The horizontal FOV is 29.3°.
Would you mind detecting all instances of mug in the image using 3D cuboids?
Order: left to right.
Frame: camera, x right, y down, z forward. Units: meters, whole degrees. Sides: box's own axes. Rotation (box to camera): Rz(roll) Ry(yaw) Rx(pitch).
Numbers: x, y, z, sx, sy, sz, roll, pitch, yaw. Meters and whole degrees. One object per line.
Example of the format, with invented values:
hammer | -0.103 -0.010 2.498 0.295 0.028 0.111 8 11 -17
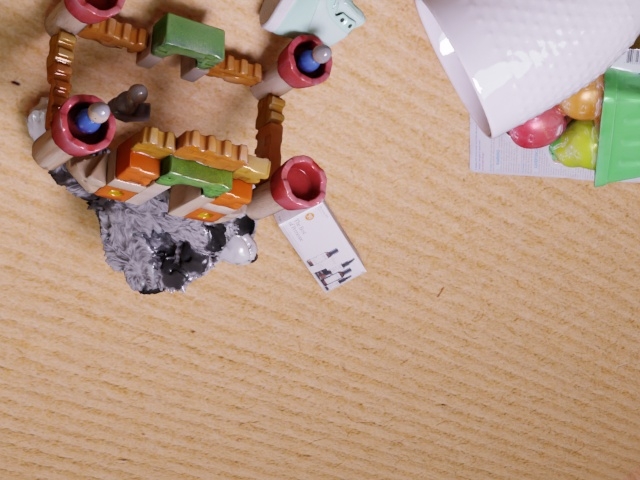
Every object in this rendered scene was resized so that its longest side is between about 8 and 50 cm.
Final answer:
mug | 0.341 -0.406 2.021 0.328 0.276 0.374 -28 105 3

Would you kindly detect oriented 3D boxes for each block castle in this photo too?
block castle | -0.198 -0.214 1.878 0.453 0.303 0.213 14 159 -32

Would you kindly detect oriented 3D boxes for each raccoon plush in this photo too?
raccoon plush | -0.269 -0.117 2.123 0.216 0.299 0.446 -23 107 24

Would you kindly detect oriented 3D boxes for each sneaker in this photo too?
sneaker | 0.026 -0.419 1.963 0.151 0.094 0.256 17 134 -28

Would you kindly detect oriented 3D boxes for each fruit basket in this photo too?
fruit basket | 0.455 -0.243 2.282 0.353 0.165 0.327 8 137 16

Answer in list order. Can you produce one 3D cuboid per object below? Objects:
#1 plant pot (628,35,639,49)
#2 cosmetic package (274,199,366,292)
plant pot | 0.531 -0.381 2.272 0.236 0.032 0.236 -12 135 -13
cosmetic package | 0.000 0.000 2.389 0.099 0.060 0.239 -30 137 4
